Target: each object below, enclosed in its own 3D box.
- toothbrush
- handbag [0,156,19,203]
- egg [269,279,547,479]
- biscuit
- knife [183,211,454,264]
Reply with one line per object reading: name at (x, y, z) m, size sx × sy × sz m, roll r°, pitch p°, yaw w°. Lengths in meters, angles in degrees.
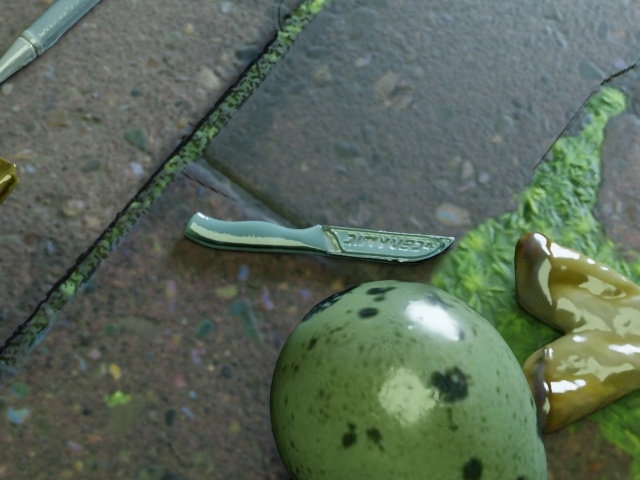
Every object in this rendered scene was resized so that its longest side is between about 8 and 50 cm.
toothbrush at (-0.215, -0.172, 1.276) m, size 0.030 × 0.025 × 0.342 m, roll 42°, pitch 72°, yaw 14°
handbag at (-0.408, 0.024, 1.040) m, size 0.401 × 0.133 × 0.283 m, roll -40°, pitch 40°, yaw -16°
egg at (0.066, 0.135, 1.124) m, size 0.177 × 0.177 × 0.228 m, roll -38°, pitch 96°, yaw -18°
biscuit at (0.251, 0.073, 1.234) m, size 0.208 × 0.047 × 0.164 m, roll 3°, pitch 71°, yaw -6°
knife at (0.000, 0.000, 1.246) m, size 0.210 × 0.015 × 0.028 m, roll 5°, pitch 64°, yaw -6°
